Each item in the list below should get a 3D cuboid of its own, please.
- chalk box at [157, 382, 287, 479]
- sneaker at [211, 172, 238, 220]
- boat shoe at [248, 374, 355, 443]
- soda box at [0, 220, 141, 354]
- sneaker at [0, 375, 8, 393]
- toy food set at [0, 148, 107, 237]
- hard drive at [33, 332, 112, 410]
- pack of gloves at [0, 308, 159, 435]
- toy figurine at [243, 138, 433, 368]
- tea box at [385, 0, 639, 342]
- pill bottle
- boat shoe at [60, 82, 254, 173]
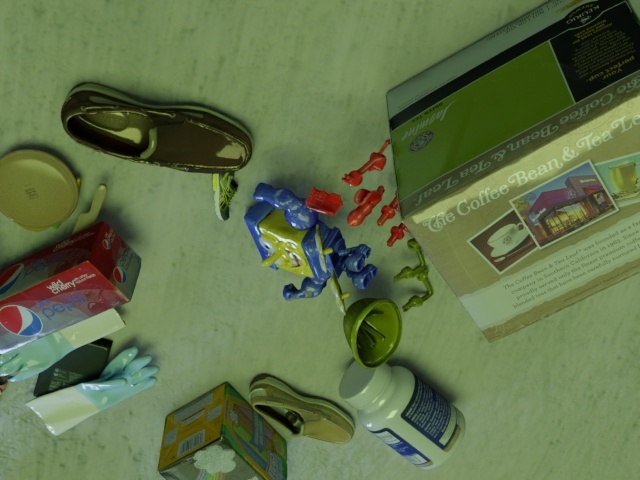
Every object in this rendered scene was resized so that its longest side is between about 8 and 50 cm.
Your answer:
[{"bbox_3d":[-0.137,0.357,1.783,0.132,0.132,0.213,-30,119,17],"label":"chalk box"},{"bbox_3d":[-0.131,-0.064,1.565,0.035,0.031,0.083,-3,123,2],"label":"sneaker"},{"bbox_3d":[-0.030,0.283,1.766,0.190,0.072,0.068,25,120,-15],"label":"boat shoe"},{"bbox_3d":[-0.381,0.070,1.590,0.263,0.083,0.092,-22,125,28],"label":"soda box"},{"bbox_3d":[-0.517,0.247,1.758,0.070,0.051,0.134,-5,119,10],"label":"sneaker"},{"bbox_3d":[-0.398,-0.071,1.560,0.192,0.038,0.132,22,118,-13],"label":"toy food set"},{"bbox_3d":[-0.384,0.198,1.743,0.094,0.022,0.135,17,122,-10],"label":"hard drive"},{"bbox_3d":[-0.375,0.199,1.703,0.232,0.046,0.195,-29,119,17],"label":"pack of gloves"},{"bbox_3d":[0.000,0.000,1.569,0.217,0.191,0.362,21,152,30],"label":"toy figurine"},{"bbox_3d":[0.277,-0.107,1.362,0.329,0.323,0.220,-28,119,18],"label":"tea box"},{"bbox_3d":[0.122,0.258,1.726,0.112,0.112,0.187,-40,115,23],"label":"pill bottle"},{"bbox_3d":[-0.215,-0.131,1.479,0.257,0.095,0.095,11,115,-7],"label":"boat shoe"}]
